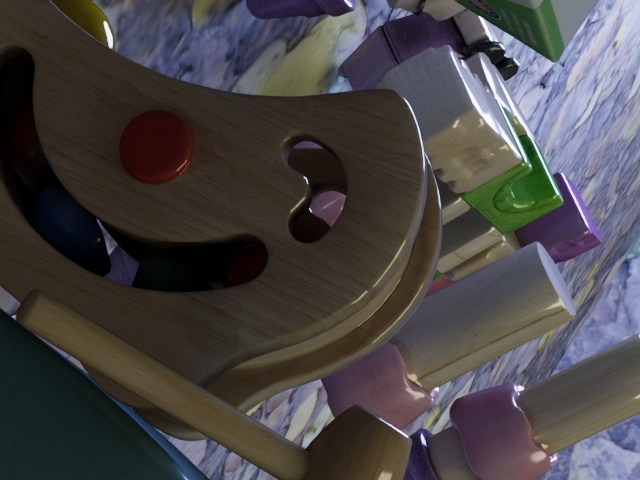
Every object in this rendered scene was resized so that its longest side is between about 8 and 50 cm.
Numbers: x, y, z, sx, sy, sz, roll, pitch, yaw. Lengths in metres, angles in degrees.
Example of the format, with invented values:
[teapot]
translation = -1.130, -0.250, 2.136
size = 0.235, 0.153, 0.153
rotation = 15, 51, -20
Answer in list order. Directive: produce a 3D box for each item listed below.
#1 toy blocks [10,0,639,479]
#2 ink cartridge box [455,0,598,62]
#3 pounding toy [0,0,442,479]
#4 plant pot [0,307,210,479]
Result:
[toy blocks]
translation = 0.000, 0.000, 1.067
size = 0.260, 0.309, 0.288
rotation = -28, 157, 14
[ink cartridge box]
translation = 0.018, -0.172, 0.709
size = 0.093, 0.212, 0.154
rotation = -54, 165, -1
[pounding toy]
translation = -0.047, -0.019, 0.704
size = 0.154, 0.269, 0.155
rotation = -47, 163, -6
[plant pot]
translation = -0.132, 0.124, 0.774
size = 0.165, 0.234, 0.165
rotation = -55, 164, -8
